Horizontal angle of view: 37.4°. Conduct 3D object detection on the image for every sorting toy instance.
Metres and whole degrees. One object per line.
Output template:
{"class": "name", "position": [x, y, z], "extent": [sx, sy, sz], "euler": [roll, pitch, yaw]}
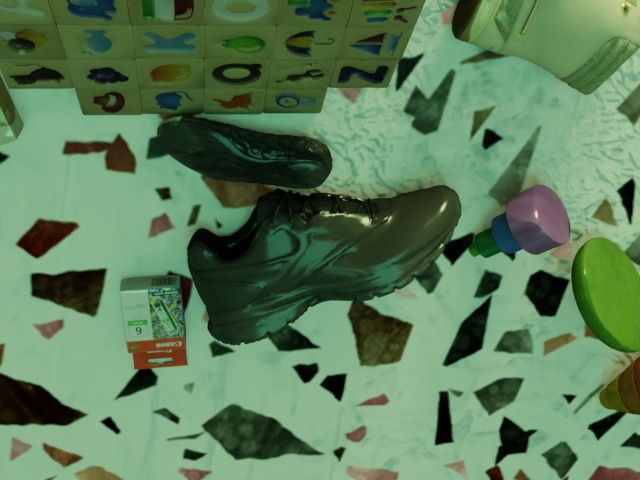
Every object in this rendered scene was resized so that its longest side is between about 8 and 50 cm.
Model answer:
{"class": "sorting toy", "position": [0.293, 0.091, 1.039], "extent": [0.365, 0.127, 0.126], "euler": [43, 134, -21]}

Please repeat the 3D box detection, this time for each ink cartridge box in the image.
{"class": "ink cartridge box", "position": [-0.174, 0.094, 0.998], "extent": [0.063, 0.029, 0.115], "euler": [-4, 117, -6]}

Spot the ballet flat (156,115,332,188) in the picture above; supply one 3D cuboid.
{"class": "ballet flat", "position": [-0.073, -0.087, 0.919], "extent": [0.173, 0.049, 0.057], "euler": [13, 126, -7]}

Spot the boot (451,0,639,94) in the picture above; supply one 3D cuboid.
{"class": "boot", "position": [0.237, -0.248, 0.853], "extent": [0.165, 0.077, 0.213], "euler": [21, 118, -16]}

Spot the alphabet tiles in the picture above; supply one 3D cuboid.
{"class": "alphabet tiles", "position": [-0.096, -0.166, 0.774], "extent": [0.342, 0.285, 0.011], "euler": [-1, 74, -7]}

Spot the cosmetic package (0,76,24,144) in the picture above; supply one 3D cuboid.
{"class": "cosmetic package", "position": [-0.321, -0.139, 0.853], "extent": [0.060, 0.041, 0.115], "euler": [-19, 118, 3]}

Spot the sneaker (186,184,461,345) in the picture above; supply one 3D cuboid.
{"class": "sneaker", "position": [0.000, 0.000, 0.936], "extent": [0.286, 0.109, 0.130], "euler": [-23, 111, 2]}
